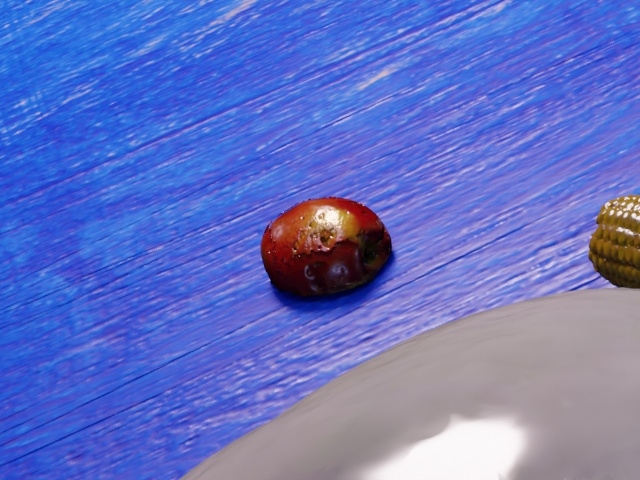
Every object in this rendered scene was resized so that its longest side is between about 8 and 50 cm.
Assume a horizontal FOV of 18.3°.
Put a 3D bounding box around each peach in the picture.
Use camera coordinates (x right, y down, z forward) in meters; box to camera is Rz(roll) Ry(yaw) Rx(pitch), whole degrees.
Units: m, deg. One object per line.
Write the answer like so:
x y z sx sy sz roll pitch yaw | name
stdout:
0.000 0.000 1.336 0.083 0.050 0.077 2 39 38 | peach

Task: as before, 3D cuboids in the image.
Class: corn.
0.240 0.019 1.146 0.207 0.068 0.068 17 50 44 | corn

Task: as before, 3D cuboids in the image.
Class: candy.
0.060 0.165 0.952 0.427 0.186 0.386 -36 32 -22 | candy
